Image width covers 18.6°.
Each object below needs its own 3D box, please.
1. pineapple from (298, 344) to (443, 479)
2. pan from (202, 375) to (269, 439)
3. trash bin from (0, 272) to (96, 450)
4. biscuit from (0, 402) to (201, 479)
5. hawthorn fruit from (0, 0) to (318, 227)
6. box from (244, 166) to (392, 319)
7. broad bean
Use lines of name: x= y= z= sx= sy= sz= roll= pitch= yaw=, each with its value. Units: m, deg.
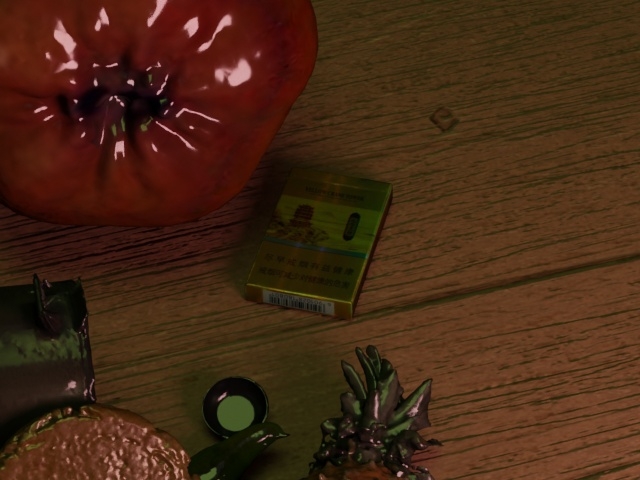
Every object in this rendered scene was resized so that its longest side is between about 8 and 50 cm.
pineapple: x=0.036 y=0.239 z=1.859 sx=0.169 sy=0.169 sz=0.340 roll=5 pitch=38 yaw=5
pan: x=-0.089 y=0.194 z=1.981 sx=0.068 sy=0.023 sz=0.115 roll=5 pitch=62 yaw=5
trash bin: x=-0.379 y=0.149 z=1.886 sx=0.301 sy=0.252 sz=0.203 roll=-6 pitch=46 yaw=-15
biscuit: x=-0.215 y=0.257 z=1.818 sx=0.226 sy=0.226 sz=0.042 roll=-13 pitch=5 yaw=-12
hawthorn fruit: x=-0.239 y=-0.251 z=2.137 sx=0.472 sy=0.472 sz=0.472 roll=0 pitch=45 yaw=0
box: x=0.000 y=0.000 z=2.165 sx=0.121 sy=0.030 sz=0.193 roll=11 pitch=46 yaw=11
broad bean: x=-0.158 y=0.258 z=1.902 sx=0.297 sy=0.043 sz=0.060 roll=-27 pitch=55 yaw=-19
